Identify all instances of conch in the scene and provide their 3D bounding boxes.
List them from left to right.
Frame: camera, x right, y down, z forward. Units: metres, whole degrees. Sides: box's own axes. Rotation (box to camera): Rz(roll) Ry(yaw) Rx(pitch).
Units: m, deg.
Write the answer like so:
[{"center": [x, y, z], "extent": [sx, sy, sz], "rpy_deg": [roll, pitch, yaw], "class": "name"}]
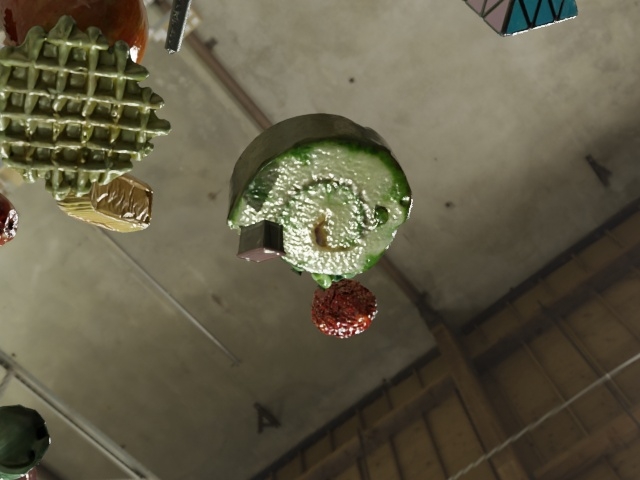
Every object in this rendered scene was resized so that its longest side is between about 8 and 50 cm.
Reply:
[{"center": [-0.626, 0.365, 1.295], "extent": [0.134, 0.202, 0.196], "rpy_deg": [-11, -140, 52], "class": "conch"}]

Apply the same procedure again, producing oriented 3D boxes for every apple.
[{"center": [-0.462, -0.429, 1.359], "extent": [0.302, 0.301, 0.301], "rpy_deg": [-36, -158, 16], "class": "apple"}]

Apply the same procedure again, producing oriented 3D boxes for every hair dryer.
[{"center": [-0.375, -0.627, 1.850], "extent": [0.244, 0.116, 0.302], "rpy_deg": [-50, 157, -66], "class": "hair dryer"}]

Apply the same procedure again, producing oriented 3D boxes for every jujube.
[{"center": [-0.874, -0.062, 1.744], "extent": [0.174, 0.251, 0.174], "rpy_deg": [-170, -90, -87], "class": "jujube"}]

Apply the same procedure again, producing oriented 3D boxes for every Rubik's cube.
[{"center": [0.273, -0.365, 1.102], "extent": [0.191, 0.211, 0.178], "rpy_deg": [-4, -132, 38], "class": "Rubik's cube"}]

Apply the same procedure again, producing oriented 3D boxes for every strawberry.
[{"center": [0.078, 0.195, 2.023], "extent": [0.202, 0.187, 0.184], "rpy_deg": [11, -113, 56], "class": "strawberry"}]

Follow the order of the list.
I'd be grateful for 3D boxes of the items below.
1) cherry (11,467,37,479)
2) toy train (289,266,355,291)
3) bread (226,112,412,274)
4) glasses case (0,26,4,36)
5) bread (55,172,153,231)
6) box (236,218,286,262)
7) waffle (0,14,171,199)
[{"center": [-0.689, 0.501, 1.467], "extent": [0.206, 0.239, 0.239], "rpy_deg": [-39, -162, 38], "class": "cherry"}, {"center": [0.000, 0.000, 1.824], "extent": [0.159, 0.188, 0.272], "rpy_deg": [-28, -144, -22], "class": "toy train"}, {"center": [-0.007, -0.076, 1.473], "extent": [0.382, 0.366, 0.129], "rpy_deg": [-12, -139, -3], "class": "bread"}, {"center": [-0.506, -0.295, 1.043], "extent": [0.083, 0.050, 0.196], "rpy_deg": [-43, -156, -6], "class": "glasses case"}, {"center": [-0.525, -0.112, 1.756], "extent": [0.120, 0.288, 0.152], "rpy_deg": [0, -100, 20], "class": "bread"}, {"center": [-0.110, 0.001, 1.343], "extent": [0.085, 0.060, 0.063], "rpy_deg": [-16, -115, 45], "class": "box"}, {"center": [-0.439, -0.223, 1.249], "extent": [0.309, 0.291, 0.056], "rpy_deg": [-31, -149, 6], "class": "waffle"}]
